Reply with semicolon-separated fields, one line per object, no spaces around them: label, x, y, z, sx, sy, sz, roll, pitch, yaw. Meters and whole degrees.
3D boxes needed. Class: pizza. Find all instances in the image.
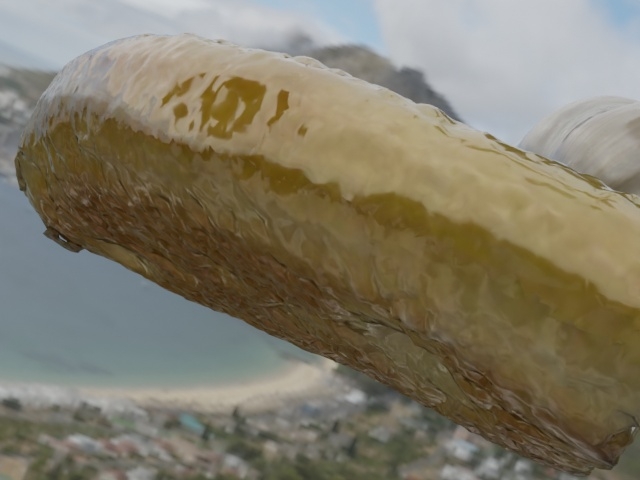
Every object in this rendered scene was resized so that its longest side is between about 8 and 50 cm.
pizza;0.000;0.000;0.450;0.182;0.074;0.365;38;-14;-33

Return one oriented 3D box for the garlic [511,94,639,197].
garlic;0.256;0.022;1.121;0.322;0.322;0.241;24;35;31
